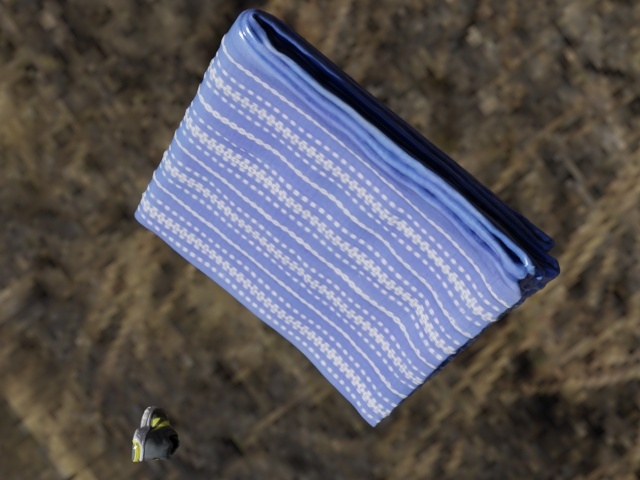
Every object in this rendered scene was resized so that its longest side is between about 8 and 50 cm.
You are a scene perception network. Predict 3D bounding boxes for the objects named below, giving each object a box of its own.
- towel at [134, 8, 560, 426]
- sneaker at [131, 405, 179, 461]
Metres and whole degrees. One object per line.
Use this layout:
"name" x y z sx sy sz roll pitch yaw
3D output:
"towel" 0.000 0.000 1.227 0.243 0.040 0.336 40 154 1
"sneaker" -0.129 0.159 1.512 0.083 0.035 0.031 -71 -10 -71
